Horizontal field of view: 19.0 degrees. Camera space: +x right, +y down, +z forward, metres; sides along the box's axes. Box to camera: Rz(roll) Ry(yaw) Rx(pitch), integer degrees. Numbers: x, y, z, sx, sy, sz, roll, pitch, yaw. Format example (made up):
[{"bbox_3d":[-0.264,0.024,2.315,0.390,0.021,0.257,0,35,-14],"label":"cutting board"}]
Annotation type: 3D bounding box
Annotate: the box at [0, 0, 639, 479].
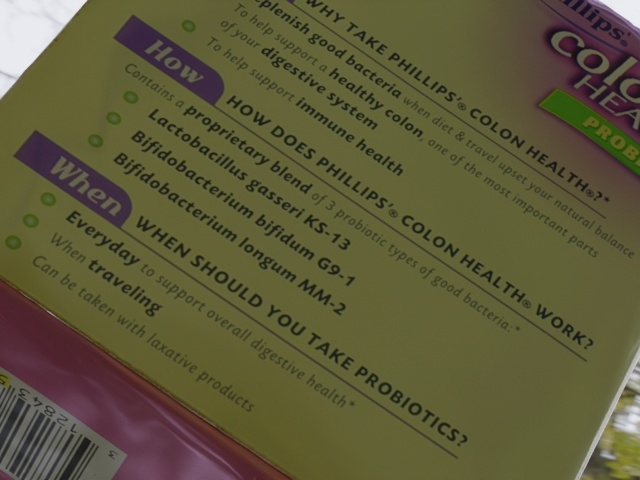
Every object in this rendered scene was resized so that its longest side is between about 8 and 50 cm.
[{"bbox_3d":[0.000,0.000,0.661,0.214,0.117,0.243,34,-126,-1],"label":"box"}]
